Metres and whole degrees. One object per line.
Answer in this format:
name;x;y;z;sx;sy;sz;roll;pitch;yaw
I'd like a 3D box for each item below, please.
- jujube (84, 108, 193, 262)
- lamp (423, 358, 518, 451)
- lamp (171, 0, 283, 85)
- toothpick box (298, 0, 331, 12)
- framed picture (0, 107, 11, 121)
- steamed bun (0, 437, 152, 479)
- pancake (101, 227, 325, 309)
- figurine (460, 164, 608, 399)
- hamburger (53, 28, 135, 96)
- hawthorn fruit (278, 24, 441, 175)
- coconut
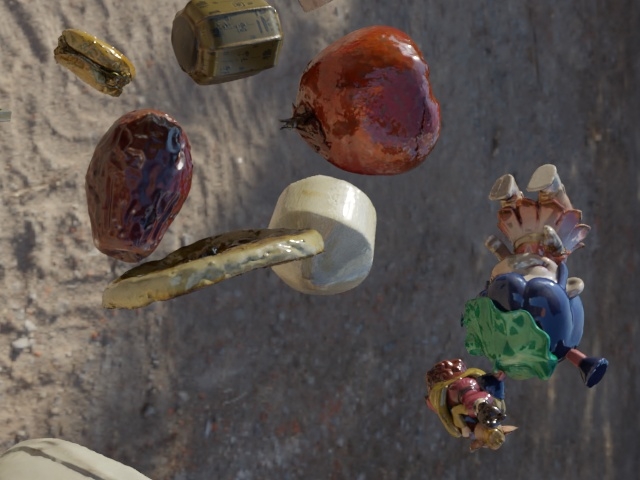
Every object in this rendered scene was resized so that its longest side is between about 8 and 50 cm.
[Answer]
jujube;-0.341;-0.106;1.538;0.197;0.197;0.290;36;61;-56
lamp;0.259;0.285;1.368;0.253;0.118;0.118;-143;-139;-70
lamp;-0.171;-0.371;1.494;0.185;0.161;0.161;-17;105;-33
toothpick box;-0.009;-0.328;0.849;0.149;0.098;0.098;61;37;-19
framed picture;-0.686;-0.233;1.272;0.232;0.315;0.024;-29;137;-69
steamed bun;-0.220;0.379;0.816;0.241;0.375;0.374;-61;140;-31
pancake;-0.174;0.037;1.275;0.356;0.356;0.065;-28;102;-59
figurine;0.189;0.037;0.706;0.102;0.111;0.195;44;52;-29
hamburger;-0.409;-0.322;1.479;0.083;0.147;0.138;-60;-176;4
hawthorn fruit;0.063;-0.245;1.480;0.308;0.276;0.275;-11;101;-19
coconut;0.000;0.000;1.751;0.265;0.238;0.237;-81;152;-42
